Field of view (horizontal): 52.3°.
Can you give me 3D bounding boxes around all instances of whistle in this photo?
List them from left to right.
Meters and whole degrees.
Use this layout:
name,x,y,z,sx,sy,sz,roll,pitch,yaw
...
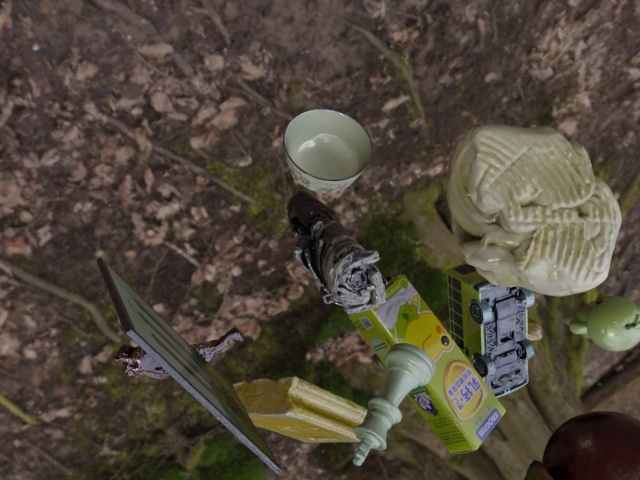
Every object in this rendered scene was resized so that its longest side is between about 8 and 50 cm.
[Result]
name,x,y,z,sx,sy,sz,roll,pitch,yaw
whistle,0.696,0.189,1.633,0.141,0.141,0.294,-33,-167,-4

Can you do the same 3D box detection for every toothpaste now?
name,x,y,z,sx,sy,sz,roll,pitch,yaw
toothpaste,0.192,0.221,1.179,0.110,0.327,0.077,-36,178,-37

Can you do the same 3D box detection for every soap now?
name,x,y,z,sx,sy,sz,roll,pitch,yaw
soap,-0.048,0.408,1.547,0.199,0.091,0.315,-13,148,31

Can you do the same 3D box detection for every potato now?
name,x,y,z,sx,sy,sz,roll,pitch,yaw
potato,0.482,0.207,1.535,0.051,0.083,0.040,-61,160,-15

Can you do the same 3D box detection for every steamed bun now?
name,x,y,z,sx,sy,sz,roll,pitch,yaw
steamed bun,0.346,-0.049,1.139,0.203,0.289,0.275,113,-3,-77

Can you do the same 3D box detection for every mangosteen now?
name,x,y,z,sx,sy,sz,roll,pitch,yaw
mangosteen,0.316,0.293,0.746,0.200,0.199,0.200,-31,161,-11

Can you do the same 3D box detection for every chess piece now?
name,x,y,z,sx,sy,sz,roll,pitch,yaw
chess piece,0.073,0.188,0.732,0.149,0.059,0.059,-53,174,-33

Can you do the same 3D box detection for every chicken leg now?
name,x,y,z,sx,sy,sz,roll,pitch,yaw
chicken leg,-0.232,0.189,1.083,0.219,0.048,0.089,4,110,-30

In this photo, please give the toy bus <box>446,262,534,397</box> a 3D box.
name,x,y,z,sx,sy,sz,roll,pitch,yaw
toy bus,0.342,0.176,1.334,0.128,0.150,0.262,-16,113,-20

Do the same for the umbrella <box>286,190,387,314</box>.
name,x,y,z,sx,sy,sz,roll,pitch,yaw
umbrella,-0.001,0.006,1.056,0.106,0.357,0.113,-26,118,-6

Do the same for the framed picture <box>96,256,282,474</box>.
name,x,y,z,sx,sy,sz,roll,pitch,yaw
framed picture,-0.187,0.174,0.919,0.013,0.244,0.323,-41,122,-8

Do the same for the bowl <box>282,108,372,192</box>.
name,x,y,z,sx,sy,sz,roll,pitch,yaw
bowl,0.012,-0.221,1.729,0.238,0.237,0.126,-27,157,-22
